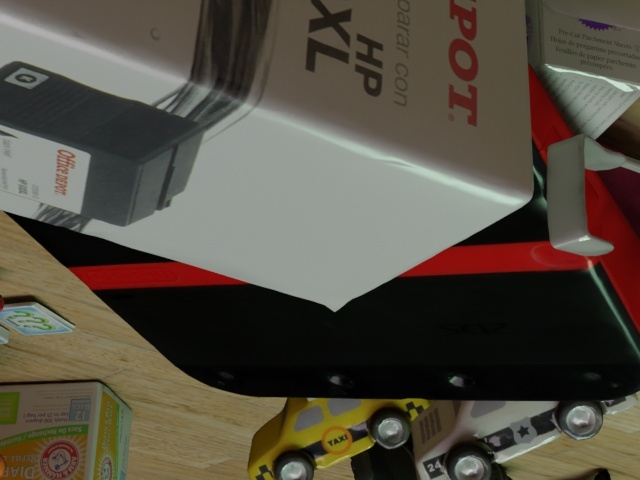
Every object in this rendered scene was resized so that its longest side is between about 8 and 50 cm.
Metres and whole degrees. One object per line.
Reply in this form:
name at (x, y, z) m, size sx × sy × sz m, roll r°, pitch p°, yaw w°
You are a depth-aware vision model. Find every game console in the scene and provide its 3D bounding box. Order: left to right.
game console at (0.000, 0.000, 0.866) m, size 0.387 × 0.060 × 0.342 m, roll -4°, pitch 143°, yaw 32°

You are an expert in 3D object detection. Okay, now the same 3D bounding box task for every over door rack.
over door rack at (0.291, -0.075, 0.694) m, size 0.240 × 0.108 × 0.324 m, roll -21°, pitch 167°, yaw 41°

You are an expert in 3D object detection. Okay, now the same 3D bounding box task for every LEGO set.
LEGO set at (-0.335, 0.062, 1.135) m, size 0.183 × 0.060 × 0.244 m, roll -5°, pitch 158°, yaw 16°

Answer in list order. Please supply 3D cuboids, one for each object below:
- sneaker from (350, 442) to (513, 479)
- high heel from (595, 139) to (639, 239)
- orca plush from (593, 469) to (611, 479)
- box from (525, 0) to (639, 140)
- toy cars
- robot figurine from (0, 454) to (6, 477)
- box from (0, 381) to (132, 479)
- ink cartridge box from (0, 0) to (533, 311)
sneaker at (0.130, 0.254, 1.502) m, size 0.124 × 0.107 × 0.283 m, roll -24°, pitch 152°, yaw 17°
high heel at (0.249, -0.029, 0.900) m, size 0.244 × 0.082 × 0.117 m, roll 35°, pitch 112°, yaw -31°
orca plush at (0.263, 0.333, 1.691) m, size 0.151 × 0.102 × 0.287 m, roll 49°, pitch 137°, yaw 5°
box at (0.094, -0.048, 0.854) m, size 0.067 × 0.063 × 0.324 m, roll 9°, pitch 155°, yaw -14°
toy cars at (0.077, 0.135, 1.177) m, size 0.394 × 0.176 × 0.087 m, roll -12°, pitch 110°, yaw 47°
robot figurine at (-0.364, 0.162, 1.247) m, size 0.128 × 0.158 × 0.219 m, roll -21°, pitch 172°, yaw -12°
box at (-0.302, 0.212, 1.395) m, size 0.203 × 0.114 × 0.103 m, roll -4°, pitch 155°, yaw 10°
ink cartridge box at (-0.079, -0.129, 0.499) m, size 0.308 × 0.223 × 0.129 m, roll 18°, pitch 150°, yaw -31°
